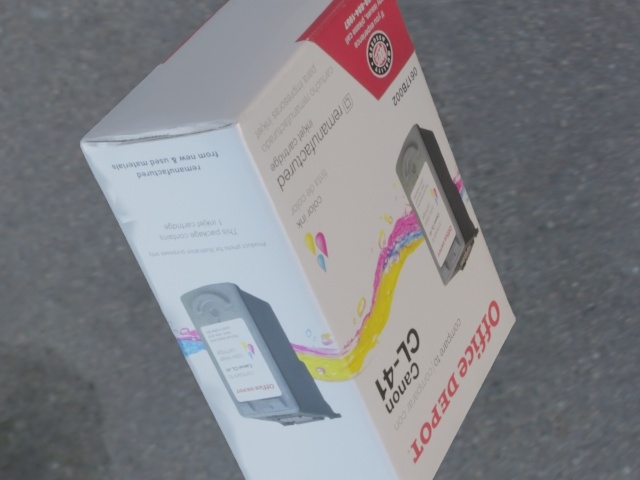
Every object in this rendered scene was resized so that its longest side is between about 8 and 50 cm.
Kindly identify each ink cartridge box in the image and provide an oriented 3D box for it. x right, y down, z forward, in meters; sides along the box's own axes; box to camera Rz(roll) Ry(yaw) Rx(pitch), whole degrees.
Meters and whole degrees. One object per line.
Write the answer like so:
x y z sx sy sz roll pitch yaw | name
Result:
0.000 0.000 1.097 0.131 0.226 0.306 -7 121 33 | ink cartridge box
